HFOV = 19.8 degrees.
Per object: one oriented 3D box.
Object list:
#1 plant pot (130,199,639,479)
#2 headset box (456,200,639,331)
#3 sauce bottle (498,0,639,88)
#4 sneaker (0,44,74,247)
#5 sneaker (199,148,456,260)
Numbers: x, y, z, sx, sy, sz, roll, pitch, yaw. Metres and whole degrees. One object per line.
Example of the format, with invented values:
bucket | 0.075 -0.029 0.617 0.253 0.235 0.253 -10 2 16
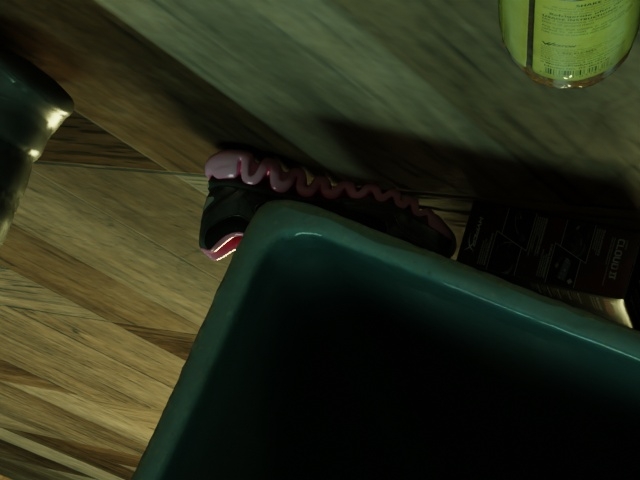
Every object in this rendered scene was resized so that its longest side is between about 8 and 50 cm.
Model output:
plant pot | 0.062 0.169 0.785 0.248 0.247 0.252 21 167 18
headset box | 0.107 0.014 0.801 0.083 0.032 0.062 13 166 19
sauce bottle | 0.066 -0.078 0.473 0.042 0.042 0.128 15 166 8
sneaker | -0.245 -0.038 0.814 0.286 0.130 0.109 8 165 37
sneaker | 0.000 0.000 0.822 0.119 0.057 0.047 14 163 9
